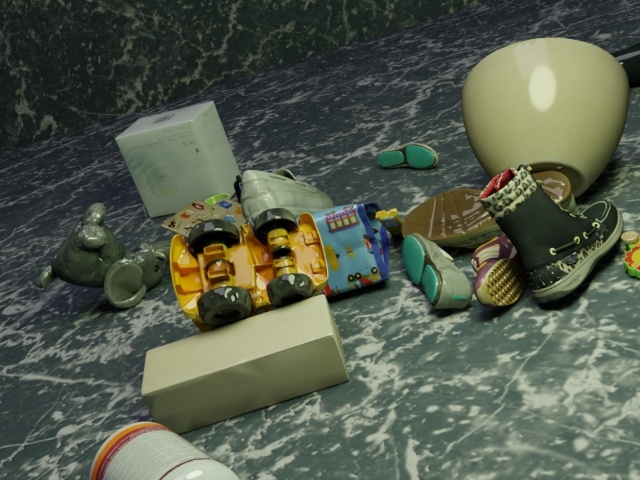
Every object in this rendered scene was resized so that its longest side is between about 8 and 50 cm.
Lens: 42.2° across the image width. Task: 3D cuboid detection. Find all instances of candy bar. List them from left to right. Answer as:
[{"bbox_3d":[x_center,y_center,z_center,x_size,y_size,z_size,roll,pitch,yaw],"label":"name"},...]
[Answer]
[{"bbox_3d":[0.128,-0.029,1.440,0.040,0.018,0.161,-11,-14,13],"label":"candy bar"}]

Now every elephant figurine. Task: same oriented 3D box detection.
[{"bbox_3d":[-0.385,0.053,1.627,0.186,0.239,0.169,-36,27,34],"label":"elephant figurine"}]

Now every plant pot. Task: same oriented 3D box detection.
[{"bbox_3d":[0.377,-0.170,1.401,0.284,0.284,0.191,-8,57,26],"label":"plant pot"}]

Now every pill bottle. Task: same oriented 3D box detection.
[{"bbox_3d":[-0.156,0.285,0.902,0.121,0.121,0.221,-32,26,-30],"label":"pill bottle"}]

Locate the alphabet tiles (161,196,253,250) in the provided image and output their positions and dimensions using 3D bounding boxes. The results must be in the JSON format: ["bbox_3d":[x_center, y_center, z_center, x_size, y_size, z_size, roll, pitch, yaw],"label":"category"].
[{"bbox_3d":[-0.187,-0.016,1.649,0.237,0.009,0.198,21,39,22],"label":"alphabet tiles"}]

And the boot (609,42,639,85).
[{"bbox_3d":[0.614,-0.353,1.779,0.207,0.094,0.246,-26,15,-36],"label":"boot"}]

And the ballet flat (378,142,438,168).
[{"bbox_3d":[0.198,-0.188,1.810,0.052,0.057,0.168,-25,21,-39],"label":"ballet flat"}]

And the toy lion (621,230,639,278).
[{"bbox_3d":[0.467,0.017,1.147,0.100,0.034,0.096,-16,29,6],"label":"toy lion"}]

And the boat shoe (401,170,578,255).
[{"bbox_3d":[0.274,-0.030,1.360,0.285,0.089,0.105,-11,49,25],"label":"boat shoe"}]

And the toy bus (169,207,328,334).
[{"bbox_3d":[-0.100,0.074,1.260,0.220,0.211,0.149,-12,56,-4],"label":"toy bus"}]

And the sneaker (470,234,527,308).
[{"bbox_3d":[0.252,0.047,1.213,0.084,0.070,0.185,-12,15,39],"label":"sneaker"}]

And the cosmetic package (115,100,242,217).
[{"bbox_3d":[-0.342,-0.195,2.038,0.224,0.225,0.138,-10,26,23],"label":"cosmetic package"}]

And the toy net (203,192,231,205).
[{"bbox_3d":[-0.152,-0.092,1.880,0.232,0.045,0.122,-19,22,0],"label":"toy net"}]

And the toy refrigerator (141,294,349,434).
[{"bbox_3d":[-0.103,0.177,1.156,0.269,0.094,0.102,-19,29,3],"label":"toy refrigerator"}]

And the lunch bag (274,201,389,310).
[{"bbox_3d":[0.000,0.000,1.461,0.220,0.138,0.293,-18,11,10],"label":"lunch bag"}]

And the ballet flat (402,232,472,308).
[{"bbox_3d":[0.180,0.049,1.276,0.068,0.072,0.213,6,20,-11],"label":"ballet flat"}]

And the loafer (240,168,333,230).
[{"bbox_3d":[-0.058,-0.082,1.571,0.112,0.112,0.319,-18,-5,17],"label":"loafer"}]

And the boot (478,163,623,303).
[{"bbox_3d":[0.332,-0.042,1.180,0.236,0.179,0.085,-41,10,-39],"label":"boot"}]

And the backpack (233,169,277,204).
[{"bbox_3d":[-0.124,-0.100,1.801,0.114,0.105,0.084,-17,-1,-20],"label":"backpack"}]
